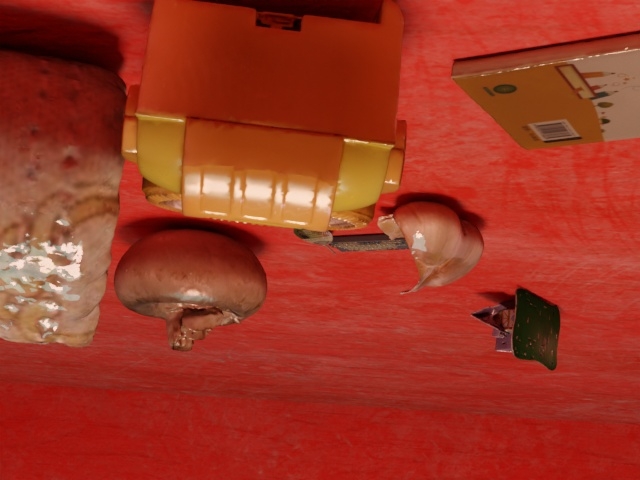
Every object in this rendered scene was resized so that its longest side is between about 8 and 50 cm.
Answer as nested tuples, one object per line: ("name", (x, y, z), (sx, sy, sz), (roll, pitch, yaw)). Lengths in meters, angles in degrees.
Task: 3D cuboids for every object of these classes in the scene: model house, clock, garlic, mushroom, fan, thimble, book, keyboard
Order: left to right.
("thimble", (-0.303, -0.043, 1.147), (0.195, 0.291, 0.291), (9, 163, -15))
("mushroom", (-0.191, 0.075, 1.712), (0.226, 0.178, 0.226), (1, 173, 0))
("clock", (-0.049, -0.097, 1.081), (0.244, 0.200, 0.317), (9, 172, -2))
("fan", (-0.009, -0.003, 1.669), (0.060, 0.003, 0.080), (10, 152, 13))
("keyboard", (0.098, 0.003, 1.669), (0.176, 0.014, 0.055), (-2, 165, 25))
("garlic", (0.145, 0.004, 1.521), (0.124, 0.099, 0.174), (-16, 157, 17))
("model house", (0.321, 0.148, 1.923), (0.088, 0.117, 0.167), (-3, 166, 37))
("book", (0.299, -0.141, 1.101), (0.295, 0.020, 0.208), (-4, 161, 29))
